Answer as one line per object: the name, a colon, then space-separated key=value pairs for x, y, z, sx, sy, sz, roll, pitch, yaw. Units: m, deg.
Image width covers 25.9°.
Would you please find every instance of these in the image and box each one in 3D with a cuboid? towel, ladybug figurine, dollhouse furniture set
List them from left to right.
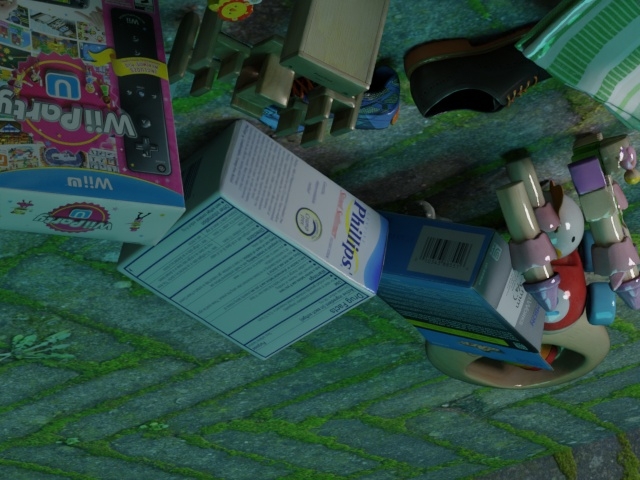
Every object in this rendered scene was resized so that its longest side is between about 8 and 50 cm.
dollhouse furniture set: x=-0.030 y=-0.241 z=1.648 sx=0.212 sy=0.161 sz=0.242 roll=23 pitch=161 yaw=-27
ladybug figurine: x=0.360 y=0.159 z=2.594 sx=0.305 sy=0.162 sz=0.449 roll=-23 pitch=152 yaw=28
towel: x=0.422 y=-0.266 z=1.777 sx=0.248 sy=0.038 sz=0.325 roll=-43 pitch=142 yaw=22

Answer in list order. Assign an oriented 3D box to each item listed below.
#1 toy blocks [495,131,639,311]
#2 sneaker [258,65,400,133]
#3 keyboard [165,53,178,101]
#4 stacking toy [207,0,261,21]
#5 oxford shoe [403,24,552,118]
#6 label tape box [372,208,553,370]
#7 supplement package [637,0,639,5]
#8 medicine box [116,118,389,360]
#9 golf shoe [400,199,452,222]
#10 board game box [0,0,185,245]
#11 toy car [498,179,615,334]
toy blocks: x=0.435 y=-0.015 z=2.015 sx=0.309 sy=0.260 sz=0.288 roll=-18 pitch=-172 yaw=15
sneaker: x=0.005 y=-0.199 z=1.829 sx=0.221 sy=0.083 sz=0.087 roll=-5 pitch=142 yaw=-21
keyboard: x=-0.236 y=-0.177 z=1.855 sx=0.072 sy=0.014 sz=0.256 roll=-5 pitch=156 yaw=-20
stacking toy: x=-0.052 y=-0.343 z=1.372 sx=0.052 sy=0.167 sz=0.221 roll=8 pitch=149 yaw=-33
oxford shoe: x=0.251 y=-0.214 z=1.832 sx=0.271 sy=0.098 sz=0.097 roll=-10 pitch=155 yaw=2
label tape box: x=0.217 y=0.077 z=2.181 sx=0.241 sy=0.106 sz=0.334 roll=11 pitch=161 yaw=35
supplement package: x=0.553 y=-0.242 z=1.626 sx=0.198 sy=0.262 sz=0.199 roll=14 pitch=127 yaw=-41
medicine box: x=-0.096 y=0.007 z=2.017 sx=0.289 sy=0.149 sz=0.263 roll=34 pitch=136 yaw=-24
golf shoe: x=0.176 y=-0.029 z=2.269 sx=0.086 sy=0.069 sz=0.176 roll=-22 pitch=163 yaw=-12
board game box: x=-0.280 y=-0.155 z=1.533 sx=0.224 sy=0.303 sz=0.097 roll=6 pitch=151 yaw=-30
toy car: x=0.371 y=0.012 z=2.267 sx=0.219 sy=0.210 sz=0.238 roll=-1 pitch=143 yaw=1
